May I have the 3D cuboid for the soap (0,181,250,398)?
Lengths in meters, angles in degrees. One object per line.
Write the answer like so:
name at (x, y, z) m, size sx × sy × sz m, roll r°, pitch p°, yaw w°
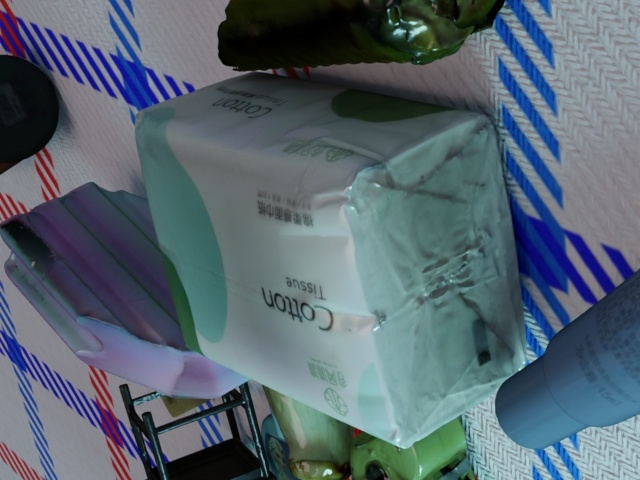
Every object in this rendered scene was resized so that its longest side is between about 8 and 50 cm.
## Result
soap at (-0.224, 0.064, 1.702) m, size 0.324 × 0.193 × 0.109 m, roll 41°, pitch 145°, yaw 32°

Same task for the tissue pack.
tissue pack at (-0.001, 0.001, 1.303) m, size 0.356 × 0.194 × 0.266 m, roll 18°, pitch 126°, yaw 51°

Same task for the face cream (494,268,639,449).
face cream at (0.260, 0.071, 1.068) m, size 0.135 × 0.086 × 0.385 m, roll 56°, pitch 144°, yaw 7°

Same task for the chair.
chair at (-0.141, 0.296, 1.776) m, size 0.141 × 0.154 × 0.260 m, roll -150°, pitch 44°, yaw -65°

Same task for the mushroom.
mushroom at (-0.038, 0.114, 1.552) m, size 0.107 × 0.087 × 0.333 m, roll 154°, pitch 96°, yaw -87°

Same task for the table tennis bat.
table tennis bat at (-0.033, 0.247, 1.706) m, size 0.149 × 0.038 × 0.237 m, roll 31°, pitch 139°, yaw 50°

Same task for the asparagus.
asparagus at (0.005, -0.206, 1.216) m, size 0.128 × 0.108 × 0.382 m, roll 36°, pitch 164°, yaw -29°

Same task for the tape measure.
tape measure at (0.096, 0.247, 1.451) m, size 0.154 × 0.087 × 0.177 m, roll 60°, pitch 152°, yaw 5°

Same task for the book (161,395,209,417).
book at (-0.207, 0.153, 1.922) m, size 0.168 × 0.013 × 0.192 m, roll 62°, pitch 150°, yaw 2°

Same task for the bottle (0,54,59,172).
bottle at (-0.488, -0.157, 1.992) m, size 0.336 × 0.144 × 0.144 m, roll -15°, pitch 100°, yaw 60°
